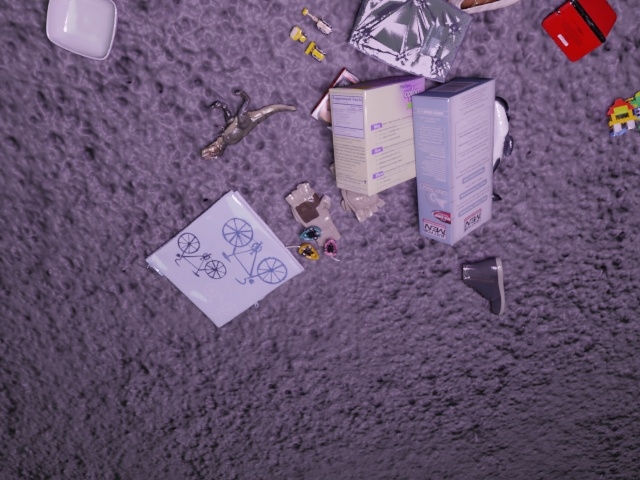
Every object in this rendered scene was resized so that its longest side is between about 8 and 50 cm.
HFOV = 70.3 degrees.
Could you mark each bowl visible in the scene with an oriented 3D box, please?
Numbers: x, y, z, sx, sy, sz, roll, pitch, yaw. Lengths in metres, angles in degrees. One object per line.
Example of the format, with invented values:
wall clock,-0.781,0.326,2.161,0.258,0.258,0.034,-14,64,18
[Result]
bowl,-0.534,-0.497,1.034,0.142,0.053,0.142,19,111,-12

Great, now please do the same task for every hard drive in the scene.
hard drive,0.210,-0.499,1.083,0.254,0.054,0.172,19,112,-6

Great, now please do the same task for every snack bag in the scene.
snack bag,-0.274,0.070,1.323,0.342,0.037,0.323,-36,111,11

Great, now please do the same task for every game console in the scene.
game console,0.643,-0.547,1.130,0.144,0.085,0.124,38,137,-18

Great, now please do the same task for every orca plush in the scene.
orca plush,0.469,-0.245,1.207,0.102,0.151,0.287,-27,115,-27

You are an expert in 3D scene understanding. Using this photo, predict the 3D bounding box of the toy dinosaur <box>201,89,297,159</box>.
toy dinosaur,-0.204,-0.310,1.146,0.268,0.064,0.118,-30,120,6

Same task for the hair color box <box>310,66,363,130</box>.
hair color box,0.045,-0.357,1.150,0.072,0.043,0.141,33,109,-18

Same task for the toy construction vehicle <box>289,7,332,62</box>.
toy construction vehicle,-0.017,-0.494,1.093,0.098,0.035,0.086,30,120,-14

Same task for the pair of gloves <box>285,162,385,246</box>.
pair of gloves,0.039,-0.107,1.262,0.240,0.042,0.204,-32,119,17

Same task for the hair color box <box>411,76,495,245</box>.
hair color box,0.341,-0.198,1.151,0.185,0.113,0.375,-29,123,-30

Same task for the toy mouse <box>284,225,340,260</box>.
toy mouse,0.000,0.000,1.284,0.161,0.031,0.143,25,131,-10

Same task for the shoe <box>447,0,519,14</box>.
shoe,0.413,-0.582,1.069,0.219,0.058,0.077,-18,115,3

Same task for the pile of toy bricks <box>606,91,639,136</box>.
pile of toy bricks,0.865,-0.354,1.200,0.212,0.118,0.105,-11,87,18

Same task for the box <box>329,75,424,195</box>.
box,0.143,-0.260,1.107,0.213,0.117,0.243,-25,122,-35

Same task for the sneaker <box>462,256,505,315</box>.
sneaker,0.504,0.144,1.409,0.118,0.083,0.222,-6,123,19
